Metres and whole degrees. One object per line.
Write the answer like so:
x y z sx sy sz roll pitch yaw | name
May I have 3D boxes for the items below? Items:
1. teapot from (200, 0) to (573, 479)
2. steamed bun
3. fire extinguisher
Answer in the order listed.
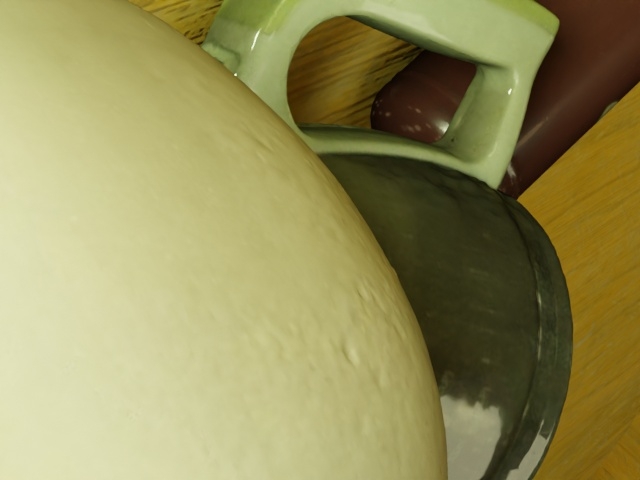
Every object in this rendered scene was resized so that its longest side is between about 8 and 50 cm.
0.005 0.018 0.872 0.239 0.239 0.321 23 119 -41 | teapot
-0.095 0.039 0.559 0.206 0.324 0.324 -45 163 24 | steamed bun
0.137 -0.105 1.089 0.337 0.114 0.135 -42 145 -16 | fire extinguisher
